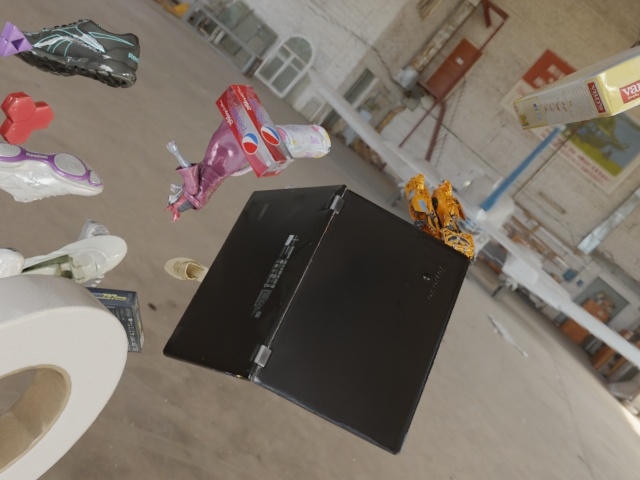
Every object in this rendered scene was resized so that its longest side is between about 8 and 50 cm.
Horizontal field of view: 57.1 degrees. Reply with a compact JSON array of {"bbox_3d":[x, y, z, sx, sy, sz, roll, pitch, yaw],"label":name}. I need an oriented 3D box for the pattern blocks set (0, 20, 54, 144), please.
[{"bbox_3d":[-0.486,-0.153,0.708,0.026,0.325,0.285,37,-30,16],"label":"pattern blocks set"}]

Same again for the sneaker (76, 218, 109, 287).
[{"bbox_3d":[-0.838,0.054,2.137,0.105,0.281,0.115,6,23,-46],"label":"sneaker"}]

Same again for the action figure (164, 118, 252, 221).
[{"bbox_3d":[-0.338,-0.197,1.825,0.275,0.370,0.248,32,-12,6],"label":"action figure"}]

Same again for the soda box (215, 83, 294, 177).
[{"bbox_3d":[-0.186,-0.307,1.651,0.092,0.083,0.263,-16,72,-52],"label":"soda box"}]

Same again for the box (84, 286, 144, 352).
[{"bbox_3d":[-0.600,0.225,1.651,0.183,0.233,0.059,4,46,-5],"label":"box"}]

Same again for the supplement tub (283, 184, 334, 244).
[{"bbox_3d":[0.000,0.000,1.631,0.316,0.194,0.193,31,13,0],"label":"supplement tub"}]

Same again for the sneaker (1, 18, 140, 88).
[{"bbox_3d":[-0.484,-0.378,1.158,0.267,0.106,0.101,13,-7,-3],"label":"sneaker"}]

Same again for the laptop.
[{"bbox_3d":[-0.009,0.118,1.079,0.408,0.382,0.236,2,-34,44],"label":"laptop"}]

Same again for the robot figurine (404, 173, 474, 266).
[{"bbox_3d":[0.342,-0.052,1.669,0.211,0.085,0.291,8,49,-27],"label":"robot figurine"}]

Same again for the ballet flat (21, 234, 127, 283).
[{"bbox_3d":[-0.782,0.091,1.784,0.400,0.139,0.139,-15,43,-21],"label":"ballet flat"}]

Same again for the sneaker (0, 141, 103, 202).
[{"bbox_3d":[-0.748,-0.167,1.593,0.305,0.152,0.114,14,38,-16],"label":"sneaker"}]

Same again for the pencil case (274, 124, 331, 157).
[{"bbox_3d":[-0.076,-0.331,1.997,0.124,0.113,0.273,44,28,19],"label":"pencil case"}]

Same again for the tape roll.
[{"bbox_3d":[-0.418,0.215,0.721,0.072,0.392,0.392,38,11,19],"label":"tape roll"}]

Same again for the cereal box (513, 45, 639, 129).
[{"bbox_3d":[0.331,-0.177,0.636,0.240,0.173,0.047,-87,154,-81],"label":"cereal box"}]

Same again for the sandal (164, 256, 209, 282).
[{"bbox_3d":[-0.460,0.105,2.122,0.240,0.088,0.079,21,-23,11],"label":"sandal"}]

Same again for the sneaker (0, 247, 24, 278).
[{"bbox_3d":[-0.720,0.152,1.256,0.129,0.297,0.111,33,1,36],"label":"sneaker"}]
